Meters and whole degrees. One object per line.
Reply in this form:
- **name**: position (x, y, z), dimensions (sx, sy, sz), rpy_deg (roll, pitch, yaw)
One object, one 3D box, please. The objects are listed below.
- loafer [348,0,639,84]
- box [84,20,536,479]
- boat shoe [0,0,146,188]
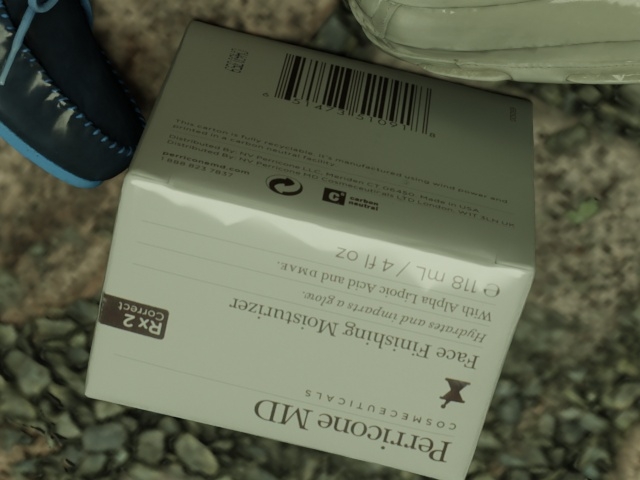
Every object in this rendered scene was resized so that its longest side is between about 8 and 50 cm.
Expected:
- **loafer**: position (0.172, -0.123, 0.878), dimensions (0.319, 0.112, 0.111), rpy_deg (3, 155, 5)
- **box**: position (0.000, 0.000, 0.908), dimensions (0.181, 0.182, 0.119), rpy_deg (13, 119, -1)
- **boat shoe**: position (-0.156, -0.137, 0.895), dimensions (0.089, 0.109, 0.258), rpy_deg (-31, 113, 17)
